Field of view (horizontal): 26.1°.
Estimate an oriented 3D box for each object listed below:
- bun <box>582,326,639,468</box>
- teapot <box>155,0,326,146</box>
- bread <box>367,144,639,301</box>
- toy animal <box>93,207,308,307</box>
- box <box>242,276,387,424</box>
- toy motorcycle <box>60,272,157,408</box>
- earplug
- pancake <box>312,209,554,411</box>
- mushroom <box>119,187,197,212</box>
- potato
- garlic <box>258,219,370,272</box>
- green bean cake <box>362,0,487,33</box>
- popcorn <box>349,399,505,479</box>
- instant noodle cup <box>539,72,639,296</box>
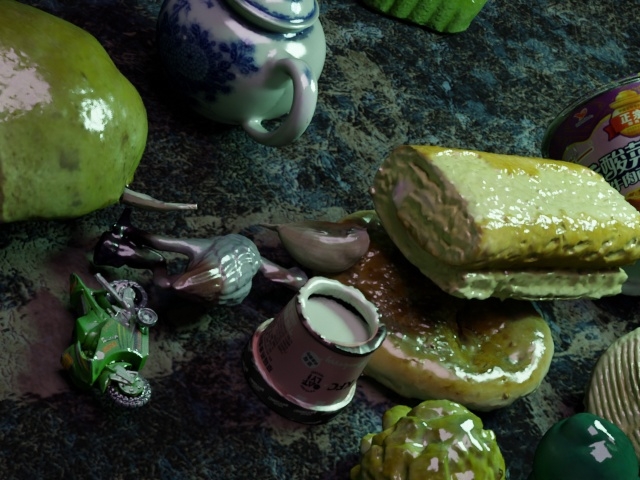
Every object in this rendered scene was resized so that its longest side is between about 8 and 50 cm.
[{"bbox_3d":[0.488,0.224,1.948,0.134,0.220,0.220,39,25,-46],"label":"bun"},{"bbox_3d":[-0.102,-0.313,2.005,0.252,0.280,0.424,4,48,-33],"label":"teapot"},{"bbox_3d":[0.264,-0.027,1.954,0.375,0.165,0.236,0,36,-41],"label":"bread"},{"bbox_3d":[-0.122,0.031,1.743,0.324,0.090,0.195,11,22,-31],"label":"toy animal"},{"bbox_3d":[-0.001,0.130,1.718,0.151,0.135,0.151,23,37,-18],"label":"box"},{"bbox_3d":[-0.249,0.116,1.602,0.106,0.074,0.190,9,43,-18],"label":"toy motorcycle"},{"bbox_3d":[0.381,0.331,1.769,0.257,0.280,0.164,-17,30,-7],"label":"earplug"},{"bbox_3d":[0.160,0.085,1.934,0.387,0.082,0.387,19,36,-15],"label":"pancake"},{"bbox_3d":[-0.310,-0.067,1.735,0.306,0.043,0.068,9,30,-13],"label":"mushroom"},{"bbox_3d":[-0.341,-0.195,1.677,0.280,0.212,0.330,-11,41,-40],"label":"potato"},{"bbox_3d":[0.000,0.008,1.847,0.152,0.066,0.084,0,9,-23],"label":"garlic"},{"bbox_3d":[0.185,-0.503,2.573,0.248,0.125,0.222,15,43,-22],"label":"green bean cake"},{"bbox_3d":[0.122,0.277,1.636,0.198,0.198,0.212,2,23,-36],"label":"popcorn"},{"bbox_3d":[0.550,-0.076,2.252,0.340,0.340,0.266,10,55,-30],"label":"instant noodle cup"}]
